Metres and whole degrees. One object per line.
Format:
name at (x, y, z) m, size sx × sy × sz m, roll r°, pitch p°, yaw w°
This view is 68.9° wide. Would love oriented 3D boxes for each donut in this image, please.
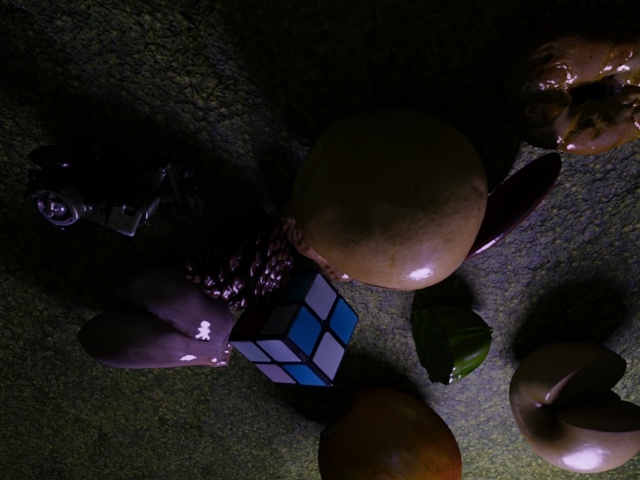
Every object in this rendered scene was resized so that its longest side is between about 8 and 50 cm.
donut at (0.417, -0.247, 0.741) m, size 0.262 × 0.128 × 0.208 m, roll 8°, pitch 126°, yaw -5°

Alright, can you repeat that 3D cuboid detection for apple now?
apple at (0.599, 0.377, 1.086) m, size 0.254 × 0.292 × 0.291 m, roll -1°, pitch 129°, yaw -28°
apple at (0.164, 0.565, 1.218) m, size 0.375 × 0.373 × 0.384 m, roll 6°, pitch 164°, yaw -4°

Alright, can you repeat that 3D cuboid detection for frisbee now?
frisbee at (0.314, -0.054, 0.810) m, size 0.021 × 0.251 × 0.251 m, roll 42°, pitch 117°, yaw -2°

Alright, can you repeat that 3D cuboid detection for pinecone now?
pinecone at (-0.159, 0.041, 0.922) m, size 0.205 × 0.184 × 0.179 m, roll 19°, pitch 143°, yaw 24°

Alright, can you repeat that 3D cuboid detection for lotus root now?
lotus root at (0.322, 0.223, 1.065) m, size 0.186 × 0.186 × 0.186 m, roll 0°, pitch 125°, yaw 0°

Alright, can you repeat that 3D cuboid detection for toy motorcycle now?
toy motorcycle at (-0.349, -0.092, 0.812) m, size 0.276 × 0.205 × 0.127 m, roll 18°, pitch 122°, yaw -6°

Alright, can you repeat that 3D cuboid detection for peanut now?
peanut at (0.000, 0.000, 0.930) m, size 0.095 × 0.108 × 0.226 m, roll -25°, pitch 124°, yaw 27°

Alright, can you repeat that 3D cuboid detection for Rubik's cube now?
Rubik's cube at (-0.054, 0.184, 0.983) m, size 0.180 × 0.183 × 0.167 m, roll -13°, pitch 128°, yaw 39°

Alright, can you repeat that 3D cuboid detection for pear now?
pear at (0.108, -0.071, 0.769) m, size 0.310 × 0.309 × 0.309 m, roll 0°, pitch 125°, yaw 0°

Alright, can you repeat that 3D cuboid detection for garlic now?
garlic at (-0.377, 0.165, 1.032) m, size 0.341 × 0.231 × 0.246 m, roll 3°, pitch 171°, yaw 17°
